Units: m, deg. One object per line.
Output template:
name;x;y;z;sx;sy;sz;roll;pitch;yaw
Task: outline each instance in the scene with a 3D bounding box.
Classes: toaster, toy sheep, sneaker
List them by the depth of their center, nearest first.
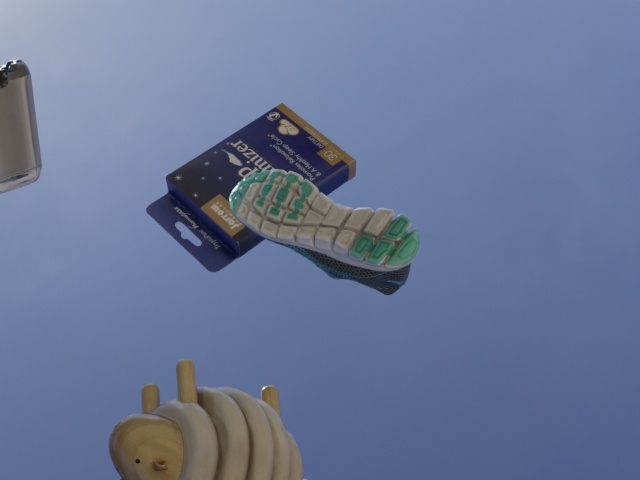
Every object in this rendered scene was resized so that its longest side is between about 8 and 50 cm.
toy sheep;-0.052;0.116;0.494;0.132;0.091;0.091;21;-134;-37
sneaker;0.000;0.000;0.762;0.166;0.076;0.065;24;-118;22
toaster;-0.423;-0.138;1.136;0.227;0.146;0.129;9;-156;34

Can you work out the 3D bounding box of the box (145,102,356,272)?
box;-0.084;-0.067;1.134;0.225;0.036;0.136;-37;-118;-24
